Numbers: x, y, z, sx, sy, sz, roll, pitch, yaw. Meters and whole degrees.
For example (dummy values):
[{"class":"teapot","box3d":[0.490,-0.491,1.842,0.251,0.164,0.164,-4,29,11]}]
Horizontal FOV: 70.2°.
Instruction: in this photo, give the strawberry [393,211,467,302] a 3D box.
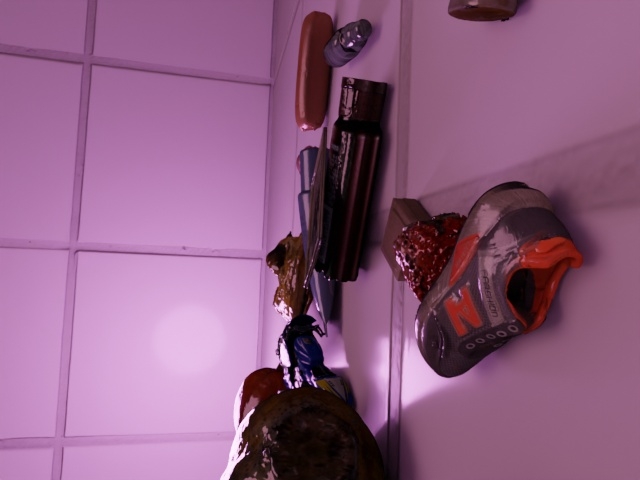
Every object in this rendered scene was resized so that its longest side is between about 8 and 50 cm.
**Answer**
[{"class":"strawberry","box3d":[0.114,0.021,0.440,0.083,0.083,0.097,-149,54,-76]}]

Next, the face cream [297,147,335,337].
[{"class":"face cream","box3d":[0.000,0.000,0.966,0.135,0.086,0.386,-170,77,-88]}]

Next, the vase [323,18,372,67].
[{"class":"vase","box3d":[0.053,-0.375,0.858,0.211,0.059,0.060,-139,53,-75]}]

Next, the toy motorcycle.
[{"class":"toy motorcycle","box3d":[-0.025,0.260,0.926,0.315,0.113,0.169,44,127,56]}]

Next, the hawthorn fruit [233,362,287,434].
[{"class":"hawthorn fruit","box3d":[-0.113,0.403,1.114,0.215,0.215,0.250,178,94,-78]}]

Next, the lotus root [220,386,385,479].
[{"class":"lotus root","box3d":[-0.030,0.355,0.657,0.346,0.250,0.251,106,163,-47]}]

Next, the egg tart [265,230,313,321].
[{"class":"egg tart","box3d":[-0.073,0.086,1.146,0.297,0.132,0.298,-174,90,-90]}]

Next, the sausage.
[{"class":"sausage","box3d":[-0.017,-0.421,1.142,0.086,0.086,0.289,-134,50,-74]}]

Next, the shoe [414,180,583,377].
[{"class":"shoe","box3d":[0.133,0.054,0.360,0.077,0.074,0.195,-111,29,-51]}]

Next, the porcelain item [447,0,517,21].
[{"class":"porcelain item","box3d":[0.156,-0.301,0.374,0.084,0.054,0.213,-121,37,-66]}]

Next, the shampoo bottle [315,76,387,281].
[{"class":"shampoo bottle","box3d":[0.048,-0.099,0.761,0.129,0.083,0.323,-113,30,-69]}]

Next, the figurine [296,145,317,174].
[{"class":"figurine","box3d":[-0.029,-0.204,1.180,0.066,0.071,0.084,7,105,37]}]

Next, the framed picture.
[{"class":"framed picture","box3d":[-0.008,-0.056,0.792,0.173,0.010,0.232,106,168,-56]}]

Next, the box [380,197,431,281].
[{"class":"box","box3d":[0.107,-0.002,0.568,0.083,0.035,0.080,-106,22,-59]}]
